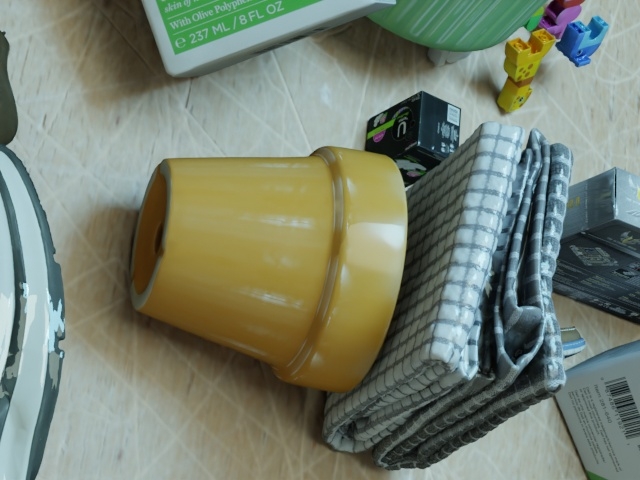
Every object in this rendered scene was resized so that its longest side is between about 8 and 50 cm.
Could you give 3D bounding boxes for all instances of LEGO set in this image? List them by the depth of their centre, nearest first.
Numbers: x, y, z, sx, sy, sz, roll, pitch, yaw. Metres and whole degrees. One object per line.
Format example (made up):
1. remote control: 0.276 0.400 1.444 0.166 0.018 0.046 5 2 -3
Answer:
1. LEGO set: 0.212 -0.193 1.705 0.227 0.093 0.087 -19 55 -35

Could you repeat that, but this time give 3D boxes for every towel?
1. towel: 0.114 0.053 1.396 0.121 0.283 0.235 22 62 -14

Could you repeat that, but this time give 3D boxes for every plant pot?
1. plant pot: -0.052 0.011 1.362 0.188 0.205 0.205 11 66 -17

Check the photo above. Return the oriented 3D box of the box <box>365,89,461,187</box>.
1. box: 0.088 -0.095 1.564 0.052 0.083 0.062 22 61 -31

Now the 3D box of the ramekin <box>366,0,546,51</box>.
1. ramekin: 0.117 -0.327 1.584 0.303 0.148 0.303 19 46 -21

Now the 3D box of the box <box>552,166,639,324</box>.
1. box: 0.310 0.011 1.631 0.231 0.183 0.056 19 63 -30

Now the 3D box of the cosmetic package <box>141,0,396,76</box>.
1. cosmetic package: -0.089 -0.343 1.402 0.155 0.197 0.365 -38 108 -78

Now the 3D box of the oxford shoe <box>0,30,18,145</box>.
1. oxford shoe: -0.303 -0.172 1.311 0.096 0.083 0.227 -9 80 -58

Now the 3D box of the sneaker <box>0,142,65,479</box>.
1. sneaker: -0.328 0.120 1.113 0.257 0.169 0.447 14 68 -35

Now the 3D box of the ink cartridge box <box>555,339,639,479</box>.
1. ink cartridge box: 0.383 0.179 1.562 0.117 0.278 0.201 -20 87 -40

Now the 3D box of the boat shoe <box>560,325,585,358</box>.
1. boat shoe: 0.181 0.092 1.579 0.183 0.066 0.066 -4 75 -38
